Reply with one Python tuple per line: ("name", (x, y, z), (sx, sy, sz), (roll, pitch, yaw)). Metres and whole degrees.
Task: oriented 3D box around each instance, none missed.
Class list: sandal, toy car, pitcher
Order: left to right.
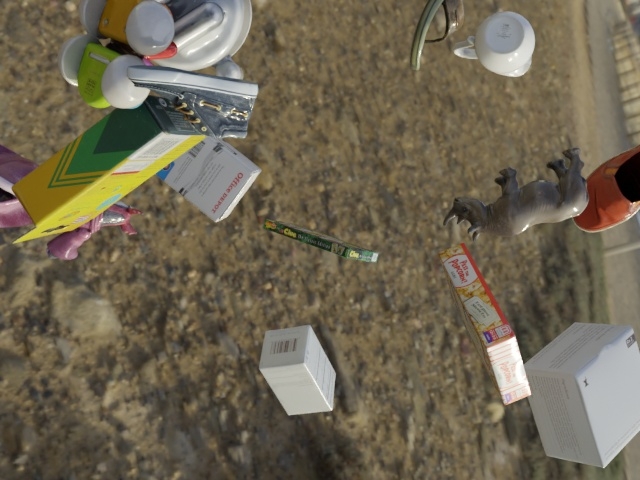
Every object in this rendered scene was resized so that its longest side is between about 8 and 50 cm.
("toy car", (-0.274, -0.269, 1.193), (0.136, 0.159, 0.182), (18, 97, -58))
("sandal", (0.264, -0.480, 1.688), (0.086, 0.302, 0.120), (28, 19, -2))
("pitcher", (0.373, -0.423, 1.805), (0.207, 0.178, 0.125), (3, 93, -78))

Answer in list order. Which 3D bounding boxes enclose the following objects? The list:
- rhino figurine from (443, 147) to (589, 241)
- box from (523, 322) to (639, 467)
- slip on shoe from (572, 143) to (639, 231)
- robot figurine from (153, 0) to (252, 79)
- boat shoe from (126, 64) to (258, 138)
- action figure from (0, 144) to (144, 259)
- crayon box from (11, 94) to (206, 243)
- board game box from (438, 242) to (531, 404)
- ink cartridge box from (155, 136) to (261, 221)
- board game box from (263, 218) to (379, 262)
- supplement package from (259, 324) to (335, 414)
("rhino figurine", (0.315, -0.062, 1.347), (0.073, 0.243, 0.106), (30, 44, -69))
("box", (0.463, 0.260, 1.432), (0.181, 0.119, 0.181), (-28, 105, -34))
("slip on shoe", (0.591, -0.108, 1.609), (0.101, 0.331, 0.123), (-29, 81, -32))
("robot figurine", (-0.227, -0.403, 1.458), (0.300, 0.200, 0.353), (62, 6, -12))
("boat shoe", (-0.175, -0.186, 1.127), (0.183, 0.065, 0.083), (5, 105, -26))
("action figure", (-0.542, -0.095, 1.675), (0.276, 0.370, 0.248), (135, -34, -81))
("crayon box", (-0.359, -0.118, 1.369), (0.081, 0.318, 0.202), (57, 13, 1))
("board game box", (0.237, 0.120, 1.208), (0.193, 0.045, 0.146), (-110, 176, -47))
("ink cartridge box", (-0.261, -0.162, 1.897), (0.203, 0.148, 0.086), (39, 14, 2))
("board game box", (0.000, 0.000, 2.008), (0.136, 0.260, 0.030), (14, 95, -56))
("supplement package", (-0.046, 0.280, 1.780), (0.105, 0.105, 0.179), (-83, 156, -45))
